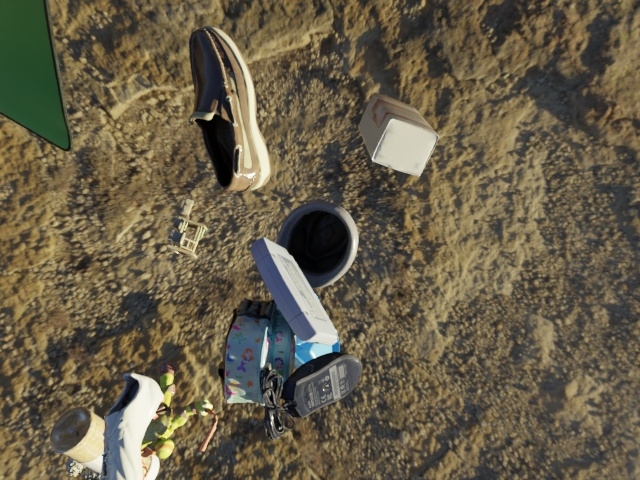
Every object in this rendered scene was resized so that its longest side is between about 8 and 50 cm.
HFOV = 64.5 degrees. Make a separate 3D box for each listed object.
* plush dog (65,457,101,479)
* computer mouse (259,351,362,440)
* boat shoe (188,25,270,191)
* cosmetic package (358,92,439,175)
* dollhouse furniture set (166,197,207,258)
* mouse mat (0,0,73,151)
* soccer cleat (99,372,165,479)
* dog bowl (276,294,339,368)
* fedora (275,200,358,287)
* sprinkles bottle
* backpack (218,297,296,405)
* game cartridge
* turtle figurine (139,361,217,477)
[{"bbox_3d":[-0.747,0.845,1.764,0.211,0.262,0.225,-7,57,-4],"label":"plush dog"},{"bbox_3d":[-0.027,0.335,1.202,0.272,0.072,0.188,-16,113,-28],"label":"computer mouse"},{"bbox_3d":[-0.152,-0.198,0.767,0.095,0.095,0.257,-16,96,40],"label":"boat shoe"},{"bbox_3d":[0.216,-0.315,1.468,0.153,0.296,0.129,17,117,-14],"label":"cosmetic package"},{"bbox_3d":[-0.415,-0.052,1.638,0.101,0.161,0.181,19,71,-12],"label":"dollhouse furniture set"},{"bbox_3d":[-0.282,-0.170,0.428,0.153,0.189,0.007,31,55,1],"label":"mouse mat"},{"bbox_3d":[-0.281,0.283,0.714,0.068,0.196,0.076,-18,134,24],"label":"soccer cleat"},{"bbox_3d":[-0.044,0.276,1.491,0.074,0.166,0.297,-6,124,34],"label":"dog bowl"},{"bbox_3d":[0.000,0.000,1.581,0.244,0.124,0.275,29,110,7],"label":"fedora"},{"bbox_3d":[-0.580,0.579,1.390,0.121,0.121,0.355,-24,137,-2],"label":"sprinkles bottle"},{"bbox_3d":[-0.159,0.286,1.274,0.191,0.253,0.225,7,109,5],"label":"backpack"},{"bbox_3d":[-0.070,0.132,1.296,0.062,0.198,0.297,-38,65,13],"label":"game cartridge"},{"bbox_3d":[-0.354,0.379,1.071,0.270,0.217,0.087,-36,136,5],"label":"turtle figurine"}]
